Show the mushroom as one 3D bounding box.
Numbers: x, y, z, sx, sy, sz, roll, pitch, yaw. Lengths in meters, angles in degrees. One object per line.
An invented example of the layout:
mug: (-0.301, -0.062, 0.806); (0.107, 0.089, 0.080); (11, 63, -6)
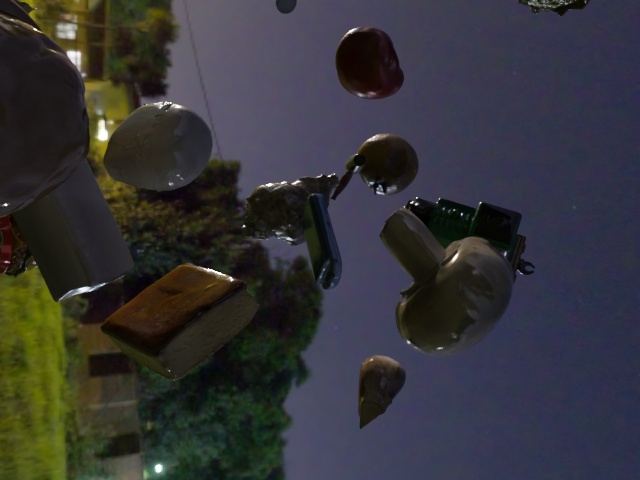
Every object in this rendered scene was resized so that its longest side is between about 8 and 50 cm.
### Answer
mushroom: (0.259, 0.086, 1.482); (0.336, 0.314, 0.314); (48, -35, 12)

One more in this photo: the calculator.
calculator: (0.000, 0.000, 1.356); (0.121, 0.039, 0.210); (111, -31, -57)

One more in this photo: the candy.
candy: (-0.635, -0.040, 1.643); (0.359, 0.145, 0.208); (66, 18, -6)

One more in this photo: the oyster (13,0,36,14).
oyster: (-0.744, -0.557, 1.437); (0.233, 0.107, 0.161); (51, 4, 26)

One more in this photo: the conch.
conch: (-0.067, -0.066, 1.709); (0.210, 0.291, 0.159); (80, -14, -49)

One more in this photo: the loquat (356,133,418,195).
loquat: (0.219, -0.250, 2.154); (0.213, 0.213, 0.213); (178, -90, -67)

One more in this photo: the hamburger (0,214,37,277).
hamburger: (-0.937, -0.023, 1.863); (0.274, 0.212, 0.275); (1, -89, 42)

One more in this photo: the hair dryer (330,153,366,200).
hair dryer: (0.079, -0.181, 1.905); (0.154, 0.054, 0.106); (-59, -176, 0)

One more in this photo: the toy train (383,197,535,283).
toy train: (0.377, -0.006, 1.776); (0.249, 0.429, 0.178); (84, 28, -59)

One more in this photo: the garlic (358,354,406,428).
garlic: (0.132, 0.340, 1.510); (0.129, 0.148, 0.266); (56, -1, 19)

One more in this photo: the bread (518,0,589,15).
bread: (0.575, -0.727, 1.639); (0.196, 0.238, 0.252); (-16, -125, 63)

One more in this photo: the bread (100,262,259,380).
bread: (-0.384, 0.208, 1.778); (0.333, 0.323, 0.143); (10, -50, 46)

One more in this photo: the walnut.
walnut: (-0.505, -0.167, 0.854); (0.381, 0.381, 0.382); (178, -90, -67)

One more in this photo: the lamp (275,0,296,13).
lamp: (-0.083, -0.594, 1.453); (0.056, 0.050, 0.198); (56, -16, 42)

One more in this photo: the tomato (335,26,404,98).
tomato: (0.119, -0.433, 1.616); (0.187, 0.151, 0.187); (163, -90, -76)

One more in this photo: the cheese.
cheese: (-0.317, -0.188, 1.330); (0.198, 0.189, 0.154); (-63, 143, -35)
